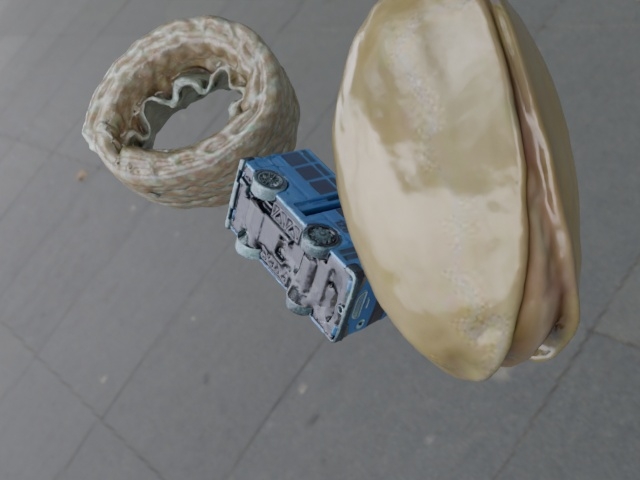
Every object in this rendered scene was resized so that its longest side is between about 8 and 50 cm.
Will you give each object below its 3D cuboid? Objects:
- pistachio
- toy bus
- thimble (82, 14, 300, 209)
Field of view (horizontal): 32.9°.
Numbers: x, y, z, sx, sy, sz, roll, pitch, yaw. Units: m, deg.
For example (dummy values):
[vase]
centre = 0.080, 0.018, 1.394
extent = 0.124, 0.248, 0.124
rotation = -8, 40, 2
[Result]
[pistachio]
centre = 0.098, -0.050, 0.756
extent = 0.181, 0.162, 0.293
rotation = -10, 86, 63
[toy bus]
centre = 0.000, 0.000, 1.012
extent = 0.185, 0.106, 0.090
rotation = 47, 134, 33
[thimble]
centre = -0.140, -0.140, 1.258
extent = 0.229, 0.148, 0.196
rotation = -43, 70, -1
